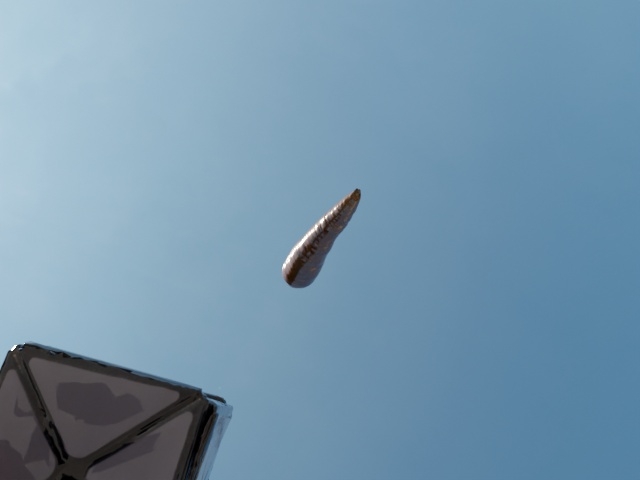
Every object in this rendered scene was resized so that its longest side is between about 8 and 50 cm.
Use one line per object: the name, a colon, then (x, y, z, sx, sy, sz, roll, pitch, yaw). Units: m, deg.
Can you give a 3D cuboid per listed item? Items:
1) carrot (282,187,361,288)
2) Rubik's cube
carrot: (0.000, 0.000, 0.648, 0.048, 0.216, 0.048, 11, -123, -17)
Rubik's cube: (-0.322, 0.350, 0.840, 0.310, 0.305, 0.307, 14, -111, 3)
